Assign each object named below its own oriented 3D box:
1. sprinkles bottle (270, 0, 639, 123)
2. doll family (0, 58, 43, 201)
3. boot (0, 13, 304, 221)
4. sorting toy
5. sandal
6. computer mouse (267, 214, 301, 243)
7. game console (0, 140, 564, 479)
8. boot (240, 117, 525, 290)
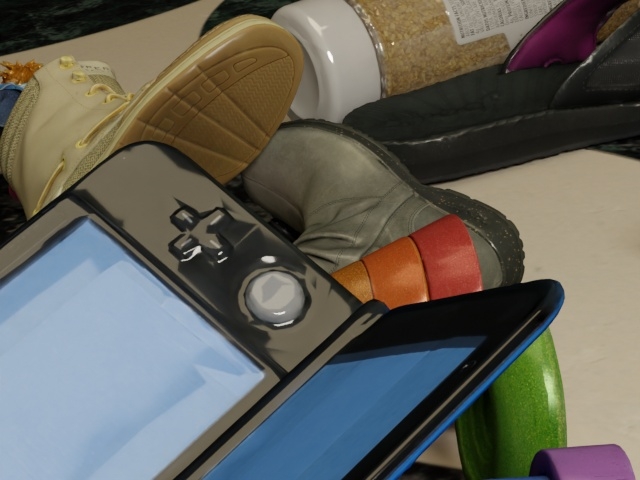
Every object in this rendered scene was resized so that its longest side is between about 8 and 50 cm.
[{"bbox_3d":[0.129,-0.197,1.572,0.355,0.121,0.121,-20,25,-25],"label":"sprinkles bottle"},{"bbox_3d":[-0.306,-0.106,1.528,0.263,0.118,0.163,-5,22,10],"label":"doll family"},{"bbox_3d":[-0.135,-0.094,1.282,0.262,0.095,0.203,-48,34,14],"label":"boot"},{"bbox_3d":[0.043,0.082,0.880,0.126,0.127,0.365,-3,17,-9],"label":"sorting toy"},{"bbox_3d":[0.230,-0.153,1.442,0.446,0.107,0.167,-17,24,-19],"label":"sandal"},{"bbox_3d":[-0.101,-0.014,1.325,0.193,0.042,0.106,-4,24,12],"label":"computer mouse"},{"bbox_3d":[-0.089,0.070,0.738,0.250,0.173,0.293,40,62,17],"label":"game console"},{"bbox_3d":[0.000,0.000,1.162,0.246,0.083,0.161,25,39,36],"label":"boot"}]
